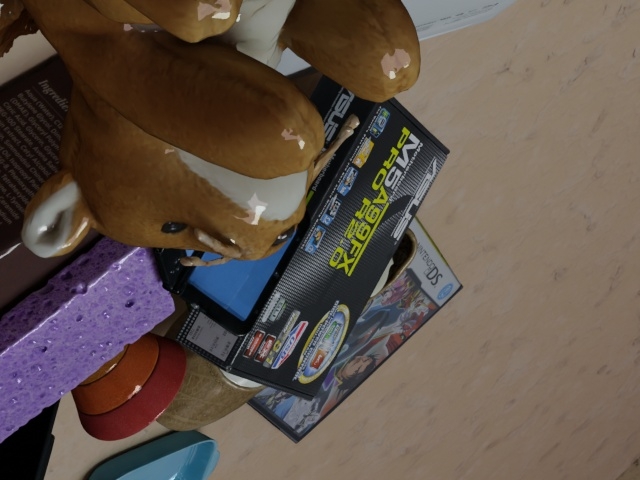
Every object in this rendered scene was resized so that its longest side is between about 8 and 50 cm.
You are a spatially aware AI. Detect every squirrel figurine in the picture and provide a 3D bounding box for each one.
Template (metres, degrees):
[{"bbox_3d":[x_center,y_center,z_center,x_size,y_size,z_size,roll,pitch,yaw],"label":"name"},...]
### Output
[{"bbox_3d":[-0.128,-0.164,1.077,0.281,0.397,0.370,-53,165,-32],"label":"squirrel figurine"}]

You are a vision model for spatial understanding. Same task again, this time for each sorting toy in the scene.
[{"bbox_3d":[-0.119,0.016,1.652,0.365,0.127,0.126,-45,124,-6],"label":"sorting toy"}]

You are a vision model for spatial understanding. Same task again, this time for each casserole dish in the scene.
[{"bbox_3d":[-0.191,0.260,1.934,0.188,0.037,0.114,-18,144,-40],"label":"casserole dish"}]

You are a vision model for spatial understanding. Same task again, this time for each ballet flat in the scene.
[{"bbox_3d":[-0.025,0.069,1.752,0.342,0.116,0.124,-33,-168,-36],"label":"ballet flat"}]

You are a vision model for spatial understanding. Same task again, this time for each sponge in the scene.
[{"bbox_3d":[-0.207,0.080,1.357,0.210,0.031,0.117,-37,154,-14],"label":"sponge"}]

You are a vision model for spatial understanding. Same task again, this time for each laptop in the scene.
[{"bbox_3d":[-0.267,0.260,1.596,0.264,0.137,0.234,54,46,-64],"label":"laptop"}]

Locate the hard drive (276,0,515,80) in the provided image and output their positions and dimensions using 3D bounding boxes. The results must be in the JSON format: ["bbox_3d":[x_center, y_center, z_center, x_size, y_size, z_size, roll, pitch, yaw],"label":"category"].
[{"bbox_3d":[0.072,-0.193,1.385,0.233,0.047,0.353,-17,180,-9],"label":"hard drive"}]

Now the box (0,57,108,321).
[{"bbox_3d":[-0.267,0.021,1.375,0.381,0.143,0.191,-35,152,-22],"label":"box"}]

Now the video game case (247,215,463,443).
[{"bbox_3d":[0.028,0.096,2.008,0.275,0.035,0.248,-44,154,-2],"label":"video game case"}]

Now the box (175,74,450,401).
[{"bbox_3d":[0.000,0.000,1.565,0.270,0.060,0.216,-60,157,-2],"label":"box"}]

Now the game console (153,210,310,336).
[{"bbox_3d":[-0.065,-0.007,1.369,0.122,0.071,0.107,-61,165,-23],"label":"game console"}]
